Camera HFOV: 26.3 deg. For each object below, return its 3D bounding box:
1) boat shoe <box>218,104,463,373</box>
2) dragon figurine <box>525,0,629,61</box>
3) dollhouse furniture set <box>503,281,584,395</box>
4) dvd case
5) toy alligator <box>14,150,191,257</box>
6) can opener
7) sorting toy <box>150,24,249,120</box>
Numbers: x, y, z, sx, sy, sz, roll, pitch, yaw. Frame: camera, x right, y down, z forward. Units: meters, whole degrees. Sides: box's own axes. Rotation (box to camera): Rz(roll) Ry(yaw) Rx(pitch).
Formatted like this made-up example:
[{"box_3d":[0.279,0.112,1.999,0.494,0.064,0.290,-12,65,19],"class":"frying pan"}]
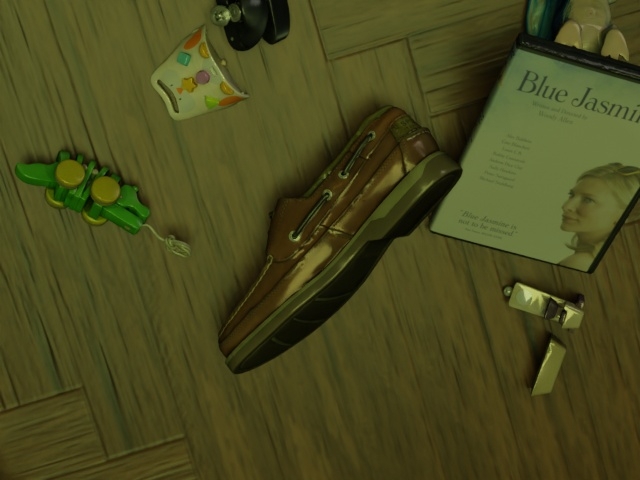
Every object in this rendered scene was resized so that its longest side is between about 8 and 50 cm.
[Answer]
[{"box_3d":[0.000,0.000,1.356,0.307,0.111,0.104,-44,75,9],"class":"boat shoe"},{"box_3d":[0.250,-0.222,1.334,0.085,0.144,0.289,6,82,-6],"class":"dragon figurine"},{"box_3d":[0.213,0.102,1.403,0.081,0.091,0.114,19,102,7],"class":"dollhouse furniture set"},{"box_3d":[0.230,-0.076,1.323,0.180,0.022,0.253,15,134,-7],"class":"dvd case"},{"box_3d":[-0.206,-0.044,1.348,0.190,0.056,0.051,25,57,-9],"class":"toy alligator"},{"box_3d":[-0.089,-0.273,1.318,0.059,0.073,0.186,-13,101,37],"class":"can opener"},{"box_3d":[-0.125,-0.155,1.343,0.075,0.045,0.083,-27,102,20],"class":"sorting toy"}]
